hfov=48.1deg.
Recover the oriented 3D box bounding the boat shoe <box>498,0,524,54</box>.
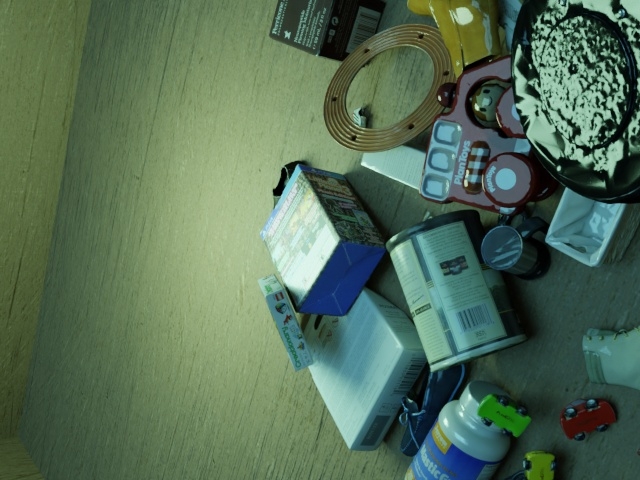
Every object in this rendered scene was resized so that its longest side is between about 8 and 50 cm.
[{"bbox_3d":[0.405,-0.396,1.386,0.096,0.098,0.277,-54,45,32],"label":"boat shoe"}]

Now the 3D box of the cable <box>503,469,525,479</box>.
[{"bbox_3d":[0.418,0.530,1.414,0.184,0.047,0.151,-51,48,29],"label":"cable"}]

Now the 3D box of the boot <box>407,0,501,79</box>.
[{"bbox_3d":[0.270,-0.435,1.481,0.295,0.104,0.211,-178,80,-72],"label":"boot"}]

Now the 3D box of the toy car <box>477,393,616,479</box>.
[{"bbox_3d":[0.392,0.345,1.336,0.225,0.053,0.239,30,106,-5],"label":"toy car"}]

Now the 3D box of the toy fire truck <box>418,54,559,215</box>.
[{"bbox_3d":[0.321,-0.199,1.355,0.253,0.169,0.302,17,107,31],"label":"toy fire truck"}]

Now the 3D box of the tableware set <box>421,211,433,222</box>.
[{"bbox_3d":[0.247,0.030,1.606,0.169,0.020,0.141,54,126,33],"label":"tableware set"}]

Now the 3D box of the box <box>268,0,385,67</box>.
[{"bbox_3d":[0.013,-0.537,1.745,0.203,0.167,0.169,33,114,42],"label":"box"}]

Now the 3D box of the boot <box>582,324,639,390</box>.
[{"bbox_3d":[0.545,0.161,1.250,0.165,0.077,0.213,5,97,49],"label":"boot"}]

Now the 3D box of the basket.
[{"bbox_3d":[0.499,-0.048,1.277,0.113,0.103,0.167,35,114,41],"label":"basket"}]

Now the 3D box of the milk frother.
[{"bbox_3d":[0.367,-0.006,1.391,0.143,0.134,0.129,35,100,39],"label":"milk frother"}]

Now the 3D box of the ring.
[{"bbox_3d":[0.156,-0.338,1.598,0.336,0.032,0.337,-16,58,28],"label":"ring"}]

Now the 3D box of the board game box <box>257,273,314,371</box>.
[{"bbox_3d":[-0.091,0.194,1.785,0.305,0.053,0.193,-156,44,-81],"label":"board game box"}]

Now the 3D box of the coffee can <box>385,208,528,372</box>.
[{"bbox_3d":[0.270,0.103,1.440,0.201,0.201,0.275,-31,71,42],"label":"coffee can"}]

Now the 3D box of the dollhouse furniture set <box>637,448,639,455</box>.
[{"bbox_3d":[0.626,0.302,1.106,0.201,0.152,0.374,49,123,35],"label":"dollhouse furniture set"}]

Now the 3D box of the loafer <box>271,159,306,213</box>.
[{"bbox_3d":[-0.103,-0.112,1.935,0.080,0.078,0.220,26,108,44],"label":"loafer"}]

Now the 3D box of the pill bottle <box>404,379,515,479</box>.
[{"bbox_3d":[0.292,0.425,1.464,0.152,0.152,0.272,42,120,38],"label":"pill bottle"}]

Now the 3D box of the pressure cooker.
[{"bbox_3d":[0.542,-0.260,1.027,0.375,0.420,0.370,-148,44,-65],"label":"pressure cooker"}]

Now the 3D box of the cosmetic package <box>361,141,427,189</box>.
[{"bbox_3d":[0.212,-0.164,1.573,0.231,0.117,0.086,28,109,44],"label":"cosmetic package"}]

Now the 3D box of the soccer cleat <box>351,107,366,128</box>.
[{"bbox_3d":[0.099,-0.286,1.756,0.035,0.029,0.083,-29,65,47],"label":"soccer cleat"}]

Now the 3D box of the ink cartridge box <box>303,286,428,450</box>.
[{"bbox_3d":[0.091,0.265,1.755,0.308,0.091,0.385,-66,31,24],"label":"ink cartridge box"}]

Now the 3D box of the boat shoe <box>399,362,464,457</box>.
[{"bbox_3d":[0.223,0.350,1.569,0.109,0.089,0.258,-111,42,-77],"label":"boat shoe"}]

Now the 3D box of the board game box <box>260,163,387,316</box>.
[{"bbox_3d":[0.000,0.000,1.740,0.232,0.141,0.291,-59,39,29],"label":"board game box"}]
